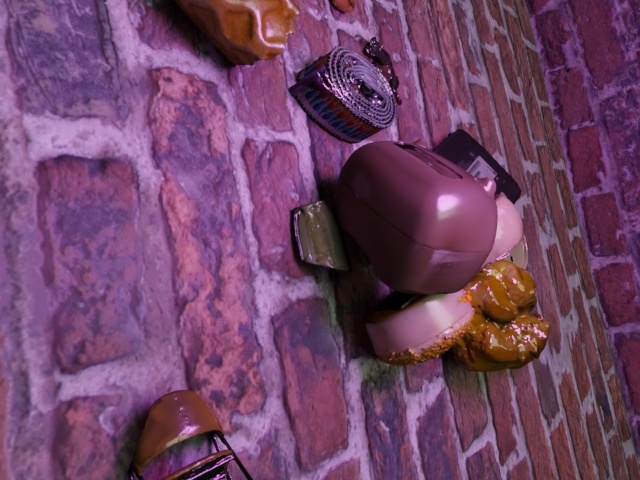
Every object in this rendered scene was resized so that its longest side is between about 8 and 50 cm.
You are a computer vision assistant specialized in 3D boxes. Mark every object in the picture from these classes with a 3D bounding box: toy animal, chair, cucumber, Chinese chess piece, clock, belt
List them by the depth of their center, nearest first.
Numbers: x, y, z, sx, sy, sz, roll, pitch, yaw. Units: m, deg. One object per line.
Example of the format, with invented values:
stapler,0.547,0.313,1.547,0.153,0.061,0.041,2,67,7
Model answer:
chair,-0.214,0.403,0.698,0.159,0.172,0.247,-8,41,-42
cucumber,0.000,0.000,1.036,0.086,0.115,0.193,40,34,-83
belt,0.082,-0.411,1.159,0.295,0.160,0.207,29,61,-33
Chinese chess piece,0.420,0.000,1.229,0.338,0.338,0.140,-30,89,-42
toy animal,0.209,-0.552,1.361,0.148,0.084,0.232,-35,99,-42
clock,0.694,0.024,1.614,0.348,0.117,0.286,-3,82,-42

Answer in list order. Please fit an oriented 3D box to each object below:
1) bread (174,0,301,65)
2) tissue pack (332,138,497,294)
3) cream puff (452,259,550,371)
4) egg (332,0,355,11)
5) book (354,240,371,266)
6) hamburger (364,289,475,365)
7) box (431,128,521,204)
bread,-0.194,-0.535,0.925,0.252,0.238,0.196,38,92,-36
tissue pack,0.208,-0.075,0.976,0.267,0.387,0.277,1,120,-27
cream puff,0.535,0.241,1.265,0.378,0.275,0.378,-15,117,-30
egg,0.074,-0.757,1.305,0.083,0.071,0.071,44,52,-47
book,0.178,-0.033,1.237,0.231,0.026,0.157,-23,94,-43
hamburger,0.258,0.208,1.078,0.294,0.276,0.179,-34,90,-22
box,0.540,-0.221,1.488,0.350,0.091,0.359,45,51,4
